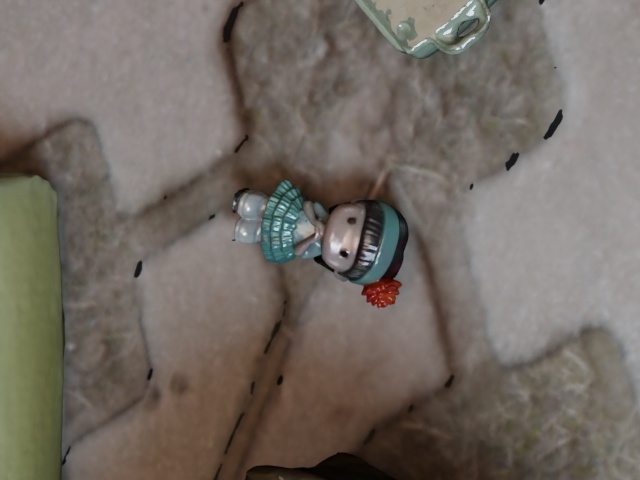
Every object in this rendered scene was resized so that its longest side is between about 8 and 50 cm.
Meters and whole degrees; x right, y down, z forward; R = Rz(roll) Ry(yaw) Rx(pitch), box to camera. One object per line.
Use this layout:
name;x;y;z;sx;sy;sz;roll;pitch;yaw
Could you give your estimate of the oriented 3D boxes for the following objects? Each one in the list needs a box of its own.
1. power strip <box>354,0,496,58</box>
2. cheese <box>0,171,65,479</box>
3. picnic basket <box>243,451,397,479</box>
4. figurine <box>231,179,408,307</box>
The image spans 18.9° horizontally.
power strip;0.007;-0.214;1.097;0.078;0.052;0.272;-41;80;13
cheese;-0.296;0.078;1.157;0.265;0.124;0.242;1;87;18
picnic basket;0.027;0.262;0.964;0.291;0.321;0.254;32;96;12
figurine;0.000;0.000;1.105;0.106;0.047;0.060;13;86;18
